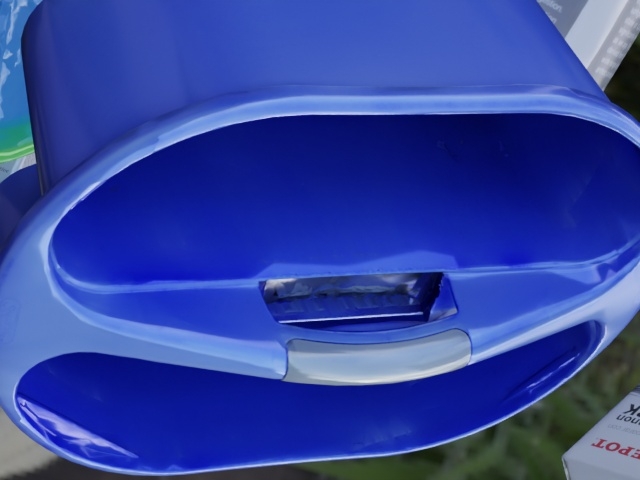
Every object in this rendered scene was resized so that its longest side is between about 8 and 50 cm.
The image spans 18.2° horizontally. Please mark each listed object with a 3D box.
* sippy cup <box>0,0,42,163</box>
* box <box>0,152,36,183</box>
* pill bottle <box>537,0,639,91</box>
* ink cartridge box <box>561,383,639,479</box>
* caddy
[{"bbox_3d":[-0.233,-0.186,1.093,0.240,0.224,0.305,-28,134,-46],"label":"sippy cup"},{"bbox_3d":[-0.221,-0.061,1.337,0.126,0.072,0.137,107,0,-54],"label":"box"},{"bbox_3d":[0.146,-0.205,1.275,0.318,0.176,0.176,-59,171,10],"label":"pill bottle"},{"bbox_3d":[0.189,0.089,0.883,0.135,0.099,0.056,-38,122,-31],"label":"ink cartridge box"},{"bbox_3d":[0.000,0.000,0.943,0.179,0.341,0.241,-115,-148,-41],"label":"caddy"}]
